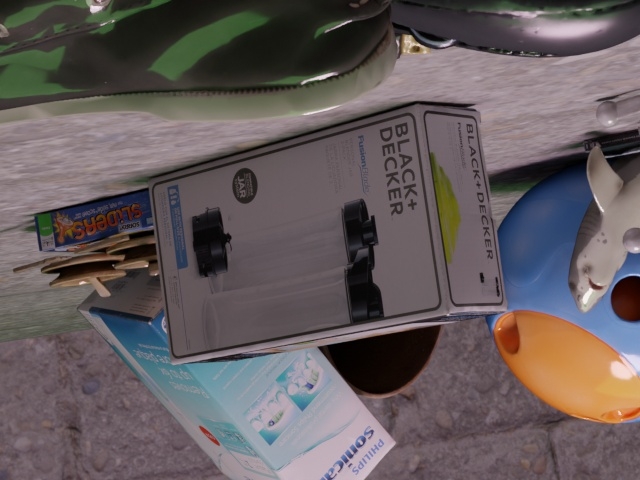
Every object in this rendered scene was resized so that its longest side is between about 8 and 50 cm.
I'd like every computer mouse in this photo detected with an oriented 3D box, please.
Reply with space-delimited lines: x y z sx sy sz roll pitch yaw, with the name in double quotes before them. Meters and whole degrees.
"computer mouse" 0.079 -0.112 0.893 0.262 0.060 0.184 -9 174 -2

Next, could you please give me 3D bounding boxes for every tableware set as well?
"tableware set" -0.189 0.027 1.618 0.128 0.039 0.194 -5 173 -43

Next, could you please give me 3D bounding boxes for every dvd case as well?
"dvd case" 0.327 -0.101 1.696 0.119 0.013 0.087 -12 174 18

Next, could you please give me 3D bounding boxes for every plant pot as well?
"plant pot" -0.013 0.058 1.932 0.230 0.215 0.215 5 -175 42

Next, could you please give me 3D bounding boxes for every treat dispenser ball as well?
"treat dispenser ball" 0.320 0.055 1.856 0.288 0.288 0.288 -9 175 -1

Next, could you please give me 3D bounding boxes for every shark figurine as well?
"shark figurine" 0.345 -0.064 1.694 0.278 0.166 0.116 -26 -158 -5

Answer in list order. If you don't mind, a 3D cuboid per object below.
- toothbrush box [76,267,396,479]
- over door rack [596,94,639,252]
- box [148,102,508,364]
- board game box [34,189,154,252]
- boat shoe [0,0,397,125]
"toothbrush box" -0.091 0.143 1.812 0.126 0.295 0.216 -47 -158 -18
"over door rack" 0.309 -0.005 1.454 0.108 0.239 0.324 -12 174 7
"box" 0.000 0.000 1.391 0.290 0.169 0.087 -11 172 37
"board game box" -0.159 -0.017 1.624 0.136 0.035 0.201 -12 174 24
"boat shoe" -0.137 -0.094 0.666 0.335 0.095 0.112 -6 -149 8
